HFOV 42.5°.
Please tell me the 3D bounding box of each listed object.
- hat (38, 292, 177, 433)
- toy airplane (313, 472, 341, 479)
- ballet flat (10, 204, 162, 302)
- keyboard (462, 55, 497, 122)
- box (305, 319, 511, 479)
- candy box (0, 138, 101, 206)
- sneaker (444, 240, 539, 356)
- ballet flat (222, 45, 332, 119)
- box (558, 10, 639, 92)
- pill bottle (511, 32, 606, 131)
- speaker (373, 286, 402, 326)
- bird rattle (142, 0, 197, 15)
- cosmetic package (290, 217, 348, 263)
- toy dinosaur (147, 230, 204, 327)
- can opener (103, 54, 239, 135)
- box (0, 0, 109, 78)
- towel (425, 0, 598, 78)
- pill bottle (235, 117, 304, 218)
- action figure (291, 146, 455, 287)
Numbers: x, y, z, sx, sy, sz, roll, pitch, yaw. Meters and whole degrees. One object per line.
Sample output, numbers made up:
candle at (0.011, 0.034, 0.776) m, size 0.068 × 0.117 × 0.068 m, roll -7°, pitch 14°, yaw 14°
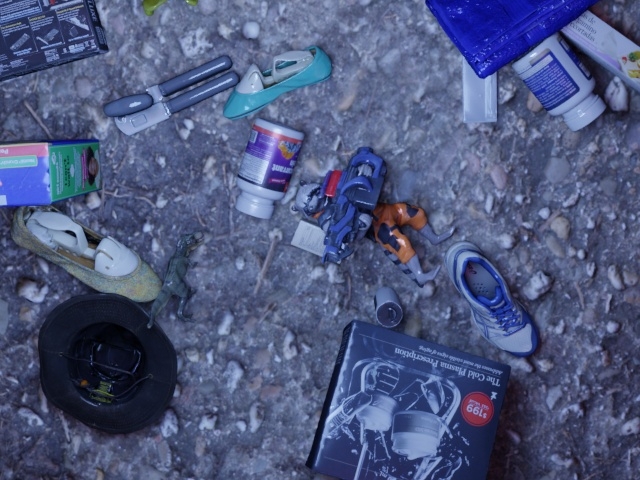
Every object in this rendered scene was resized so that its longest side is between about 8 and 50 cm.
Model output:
hat at (-0.442, 0.243, 1.775) m, size 0.331 × 0.134 × 0.331 m, roll 2°, pitch 111°, yaw 6°
toy airplane at (0.114, 0.726, 1.774) m, size 0.384 × 0.272 × 0.386 m, roll 23°, pitch 67°, yaw -16°
ballet flat at (-0.491, 0.020, 1.734) m, size 0.349 × 0.123 × 0.123 m, roll 27°, pitch 100°, yaw 0°
keyboard at (0.330, -0.373, 1.708) m, size 0.072 × 0.014 × 0.256 m, roll -1°, pitch 100°, yaw 7°
box at (0.178, 0.366, 1.703) m, size 0.343 × 0.179 × 0.312 m, roll 16°, pitch 77°, yaw -2°
candy box at (-0.606, -0.135, 1.616) m, size 0.268 × 0.317 × 0.122 m, roll -2°, pitch 100°, yaw 2°
sneaker at (0.362, 0.139, 1.736) m, size 0.112 × 0.131 × 0.296 m, roll -38°, pitch 98°, yaw 5°
ballet flat at (-0.099, -0.333, 1.683) m, size 0.247 × 0.083 × 0.087 m, roll -23°, pitch 132°, yaw 1°
box at (0.592, -0.384, 1.670) m, size 0.324 × 0.067 × 0.063 m, roll 34°, pitch 98°, yaw -3°
pill bottle at (0.485, -0.317, 1.661) m, size 0.112 × 0.112 × 0.186 m, roll -39°, pitch 96°, yaw 7°
speaker at (0.142, 0.139, 1.737) m, size 0.055 × 0.136 × 0.055 m, roll 0°, pitch 101°, yaw 1°
bird rattle at (-0.312, -0.574, 1.594) m, size 0.143 × 0.207 × 0.253 m, roll -14°, pitch 103°, yaw 2°
cosmetic package at (0.000, 0.000, 1.765) m, size 0.115 × 0.041 × 0.060 m, roll 24°, pitch 100°, yaw -2°
toy dinosaur at (-0.300, 0.105, 1.732) m, size 0.064 × 0.268 × 0.118 m, roll -3°, pitch 137°, yaw 22°
can opener at (-0.304, -0.298, 1.701) m, size 0.280 × 0.093 × 0.074 m, roll -23°, pitch 98°, yaw 1°
box at (-0.619, -0.465, 1.681) m, size 0.308 × 0.076 × 0.242 m, roll -15°, pitch 99°, yaw 4°
towel at (0.382, -0.485, 1.610) m, size 0.308 × 0.076 × 0.227 m, roll -33°, pitch 68°, yaw 6°
pill bottle at (-0.111, -0.148, 1.708) m, size 0.108 × 0.108 × 0.193 m, roll 18°, pitch 100°, yaw -2°
action figure at (0.087, -0.013, 1.668) m, size 0.330 × 0.341 × 0.178 m, roll 28°, pitch 136°, yaw 3°
